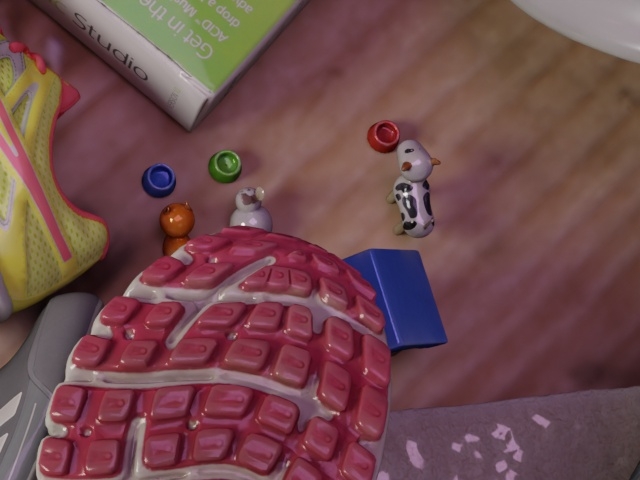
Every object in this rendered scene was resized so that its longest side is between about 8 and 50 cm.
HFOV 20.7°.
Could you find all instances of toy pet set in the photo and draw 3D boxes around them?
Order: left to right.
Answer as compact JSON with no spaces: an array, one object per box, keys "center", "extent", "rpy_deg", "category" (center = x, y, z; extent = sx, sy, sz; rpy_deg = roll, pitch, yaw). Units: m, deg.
[{"center":[0.000,0.000,0.747],"extent":[0.122,0.065,0.114],"rpy_deg":[-14,78,-17],"category":"toy pet set"}]

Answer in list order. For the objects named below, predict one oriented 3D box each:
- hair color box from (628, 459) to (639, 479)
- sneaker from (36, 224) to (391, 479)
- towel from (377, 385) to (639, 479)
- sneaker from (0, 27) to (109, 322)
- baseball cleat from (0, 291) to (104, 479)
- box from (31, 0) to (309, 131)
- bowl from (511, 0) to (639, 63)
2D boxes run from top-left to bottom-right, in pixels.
[{"center":[0.228,0.100,0.686],"extent":[0.185,0.113,0.374],"rpy_deg":[32,69,8],"category":"hair color box"},{"center":[-0.061,0.137,0.653],"extent":[0.121,0.112,0.299],"rpy_deg":[19,78,1],"category":"sneaker"},{"center":[0.106,0.157,0.739],"extent":[0.282,0.049,0.187],"rpy_deg":[-4,77,-16],"category":"towel"},{"center":[-0.151,-0.064,0.728],"extent":[0.094,0.081,0.208],"rpy_deg":[-18,86,-25],"category":"sneaker"},{"center":[-0.156,0.100,0.677],"extent":[0.109,0.072,0.206],"rpy_deg":[21,67,-1],"category":"baseball cleat"},{"center":[-0.046,-0.239,0.811],"extent":[0.232,0.058,0.322],"rpy_deg":[40,68,0],"category":"box"},{"center":[0.205,-0.201,0.737],"extent":[0.298,0.134,0.298],"rpy_deg":[-5,38,4],"category":"bowl"}]
